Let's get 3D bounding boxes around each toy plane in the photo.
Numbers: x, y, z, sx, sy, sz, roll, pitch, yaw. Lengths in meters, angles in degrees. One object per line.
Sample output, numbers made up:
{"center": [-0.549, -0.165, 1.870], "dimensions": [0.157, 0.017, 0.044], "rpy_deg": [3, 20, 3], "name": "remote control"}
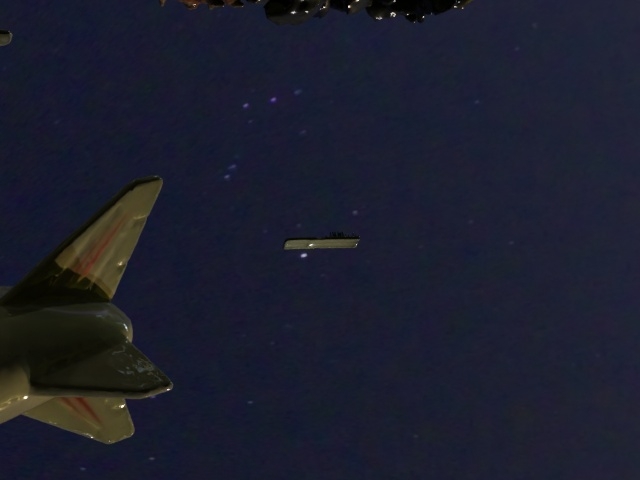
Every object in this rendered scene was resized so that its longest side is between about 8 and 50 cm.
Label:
{"center": [-0.160, 0.050, 0.338], "dimensions": [0.256, 0.104, 0.241], "rpy_deg": [-8, -57, -35], "name": "toy plane"}

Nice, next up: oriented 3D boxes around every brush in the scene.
{"center": [0.000, 0.000, 1.102], "dimensions": [0.084, 0.016, 0.013], "rpy_deg": [-3, -127, -28], "name": "brush"}

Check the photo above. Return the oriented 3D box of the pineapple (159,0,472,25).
{"center": [-0.030, -0.228, 0.838], "dimensions": [0.310, 0.170, 0.141], "rpy_deg": [15, -97, 5], "name": "pineapple"}
